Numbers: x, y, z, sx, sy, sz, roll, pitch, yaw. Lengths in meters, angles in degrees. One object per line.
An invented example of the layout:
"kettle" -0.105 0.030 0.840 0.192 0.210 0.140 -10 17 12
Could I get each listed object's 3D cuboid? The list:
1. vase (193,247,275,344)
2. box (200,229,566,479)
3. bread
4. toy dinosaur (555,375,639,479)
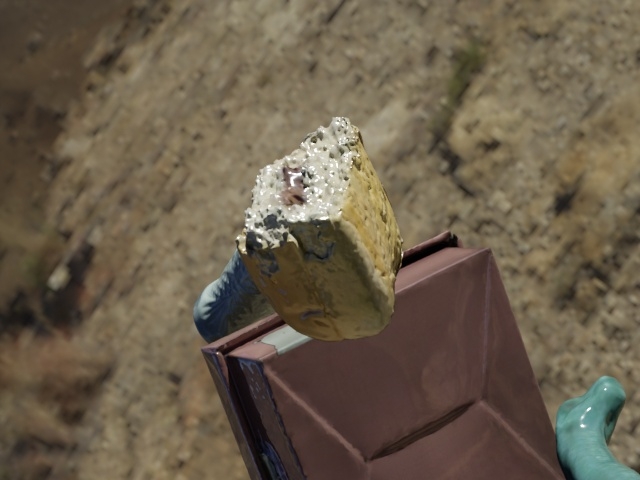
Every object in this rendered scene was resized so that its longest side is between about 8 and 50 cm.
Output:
"vase" -0.049 0.027 1.509 0.219 0.096 0.096 -50 19 51
"box" 0.054 0.129 1.150 0.215 0.215 0.086 -24 10 -26
"bread" 0.001 -0.001 0.982 0.082 0.106 0.125 -12 29 15
"toy dinosaur" 0.085 0.233 0.717 0.383 0.129 0.331 -50 14 -9
